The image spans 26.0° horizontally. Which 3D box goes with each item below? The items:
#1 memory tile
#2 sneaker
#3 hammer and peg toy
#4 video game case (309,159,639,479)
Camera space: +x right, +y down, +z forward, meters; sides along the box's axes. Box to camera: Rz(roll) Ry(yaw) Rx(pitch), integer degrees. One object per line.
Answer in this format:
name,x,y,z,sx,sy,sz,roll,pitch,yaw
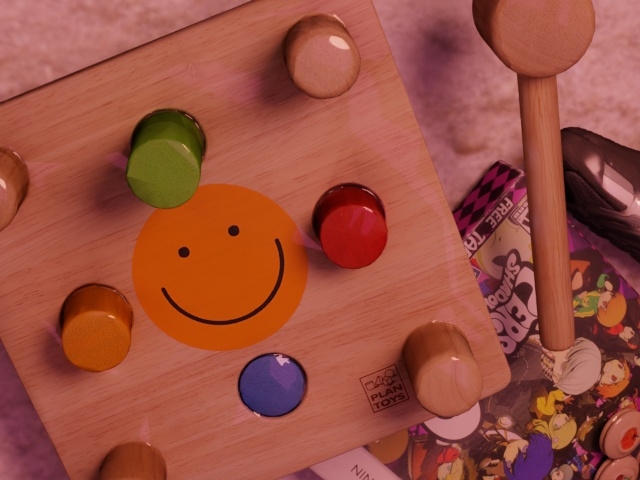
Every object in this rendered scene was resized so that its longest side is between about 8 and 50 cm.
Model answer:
memory tile,0.233,0.168,0.969,0.113,0.012,0.148,-16,123,-29
sneaker,0.243,-0.046,0.914,0.229,0.086,0.132,34,85,-35
hammer and peg toy,0.000,0.000,0.751,0.361,0.127,0.266,-21,107,2
video game case,0.113,0.100,0.917,0.232,0.042,0.210,-48,116,-3
